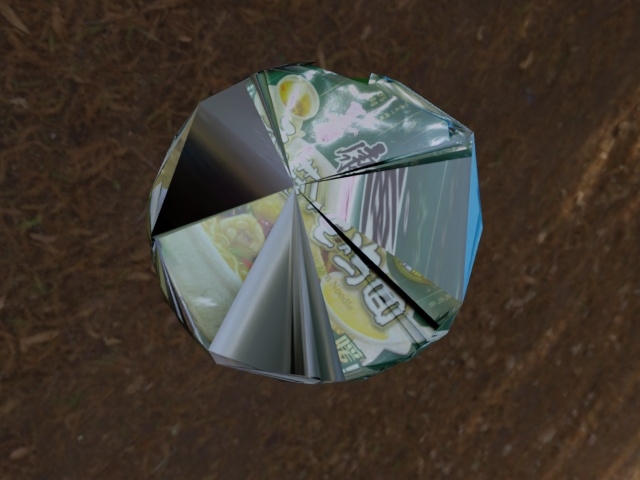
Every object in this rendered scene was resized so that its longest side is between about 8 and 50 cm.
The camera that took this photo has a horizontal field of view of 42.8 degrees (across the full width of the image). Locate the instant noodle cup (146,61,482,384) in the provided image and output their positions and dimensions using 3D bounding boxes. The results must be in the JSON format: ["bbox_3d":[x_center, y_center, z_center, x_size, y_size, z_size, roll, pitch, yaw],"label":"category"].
[{"bbox_3d":[0.000,0.000,0.638,0.240,0.240,0.178,-53,170,-6],"label":"instant noodle cup"}]
